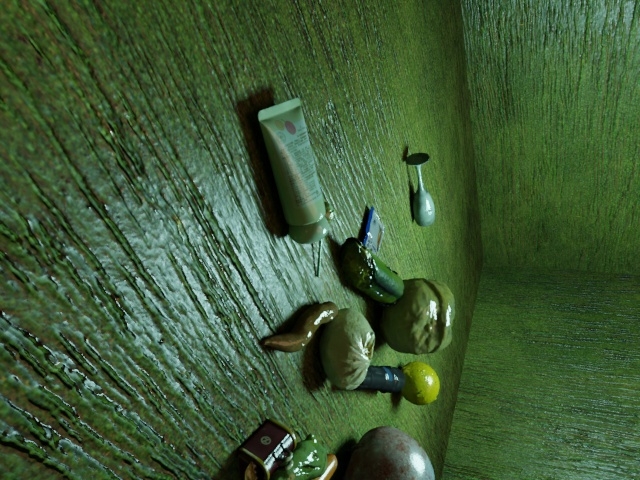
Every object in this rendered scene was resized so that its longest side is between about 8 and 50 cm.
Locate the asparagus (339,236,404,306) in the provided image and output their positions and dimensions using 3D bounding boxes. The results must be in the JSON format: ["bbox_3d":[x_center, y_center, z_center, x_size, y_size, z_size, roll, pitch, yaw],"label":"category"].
[{"bbox_3d":[0.153,0.107,1.339,0.128,0.108,0.382,-56,146,-2],"label":"asparagus"}]

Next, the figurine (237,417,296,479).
[{"bbox_3d":[-0.108,0.460,0.912,0.154,0.098,0.082,-27,121,-61],"label":"figurine"}]

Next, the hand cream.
[{"bbox_3d":[-0.051,-0.140,0.939,0.147,0.093,0.306,-39,126,-47],"label":"hand cream"}]

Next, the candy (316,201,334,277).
[{"bbox_3d":[0.000,0.000,1.110,0.061,0.061,0.203,-24,123,-59],"label":"candy"}]

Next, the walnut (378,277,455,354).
[{"bbox_3d":[0.352,0.272,1.572,0.253,0.281,0.277,-166,-96,-78],"label":"walnut"}]

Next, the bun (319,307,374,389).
[{"bbox_3d":[0.091,0.297,1.202,0.222,0.127,0.222,26,57,-51],"label":"bun"}]

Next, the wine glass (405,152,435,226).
[{"bbox_3d":[0.411,-0.152,1.736,0.264,0.096,0.310,-82,160,-52],"label":"wine glass"}]

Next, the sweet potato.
[{"bbox_3d":[-0.037,0.211,1.047,0.281,0.059,0.067,-30,110,-58],"label":"sweet potato"}]

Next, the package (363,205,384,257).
[{"bbox_3d":[0.176,-0.001,1.447,0.173,0.027,0.171,54,48,-57],"label":"package"}]

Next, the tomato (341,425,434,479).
[{"bbox_3d":[0.202,0.748,1.355,0.316,0.282,0.317,-45,144,-46],"label":"tomato"}]

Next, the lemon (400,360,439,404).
[{"bbox_3d":[0.405,0.592,1.812,0.206,0.173,0.173,43,53,-28],"label":"lemon"}]

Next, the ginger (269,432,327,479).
[{"bbox_3d":[-0.067,0.568,1.020,0.290,0.089,0.137,-34,105,-61],"label":"ginger"}]

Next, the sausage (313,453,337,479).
[{"bbox_3d":[-0.041,0.651,1.105,0.347,0.053,0.053,-18,109,-60],"label":"sausage"}]

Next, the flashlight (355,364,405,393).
[{"bbox_3d":[0.181,0.461,1.450,0.424,0.103,0.103,33,65,-58],"label":"flashlight"}]
